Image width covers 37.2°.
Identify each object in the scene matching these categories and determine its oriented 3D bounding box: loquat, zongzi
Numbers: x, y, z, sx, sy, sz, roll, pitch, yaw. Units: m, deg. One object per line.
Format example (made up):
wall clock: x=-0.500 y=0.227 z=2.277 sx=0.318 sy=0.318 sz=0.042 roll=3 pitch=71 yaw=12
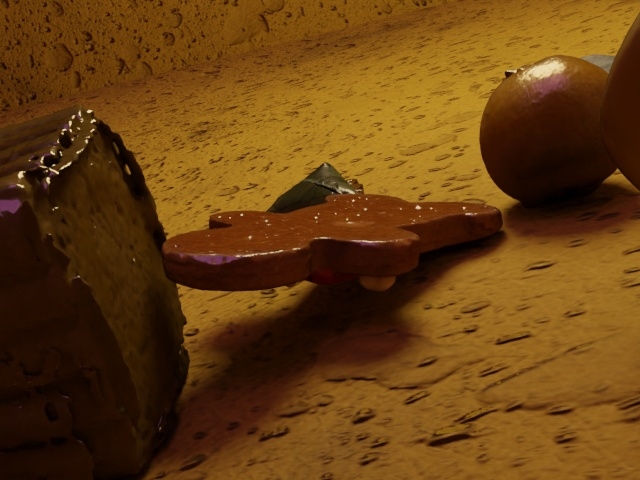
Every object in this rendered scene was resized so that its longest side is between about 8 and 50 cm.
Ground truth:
loquat: x=0.215 y=-0.102 z=0.886 sx=0.141 sy=0.141 sz=0.141 roll=-14 pitch=18 yaw=5
zongzi: x=-0.015 y=-0.027 z=1.000 sx=0.113 sy=0.052 sz=0.104 roll=-31 pitch=26 yaw=-4

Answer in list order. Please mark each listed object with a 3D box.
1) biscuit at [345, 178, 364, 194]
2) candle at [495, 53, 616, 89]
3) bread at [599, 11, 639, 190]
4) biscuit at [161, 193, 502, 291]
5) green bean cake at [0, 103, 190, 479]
biscuit: x=0.017 y=-0.050 z=1.082 sx=0.082 sy=0.016 sz=0.092 roll=-21 pitch=18 yaw=-18
candle: x=0.307 y=-0.166 z=1.100 sx=0.192 sy=0.068 sz=0.168 roll=-1 pitch=22 yaw=27
bread: x=0.379 y=-0.155 z=0.608 sx=0.424 sy=0.328 sz=0.245 roll=-27 pitch=45 yaw=-31
biscuit: x=0.001 y=0.003 z=0.799 sx=0.206 sy=0.049 sz=0.324 roll=8 pitch=13 yaw=34
green bean cake: x=-0.187 y=0.040 z=0.665 sx=0.131 sy=0.224 sz=0.229 roll=-14 pitch=22 yaw=6
